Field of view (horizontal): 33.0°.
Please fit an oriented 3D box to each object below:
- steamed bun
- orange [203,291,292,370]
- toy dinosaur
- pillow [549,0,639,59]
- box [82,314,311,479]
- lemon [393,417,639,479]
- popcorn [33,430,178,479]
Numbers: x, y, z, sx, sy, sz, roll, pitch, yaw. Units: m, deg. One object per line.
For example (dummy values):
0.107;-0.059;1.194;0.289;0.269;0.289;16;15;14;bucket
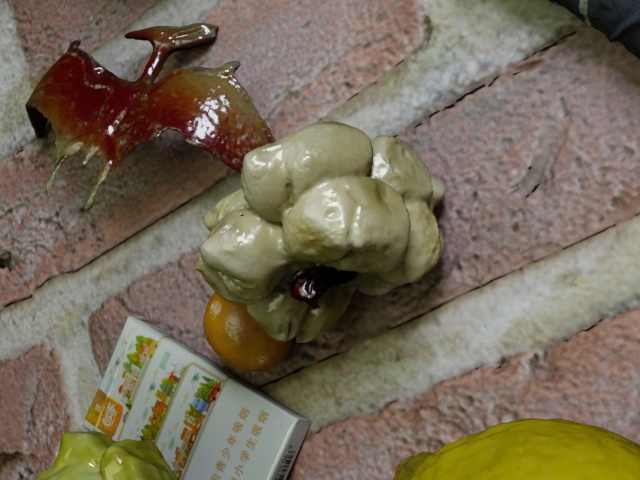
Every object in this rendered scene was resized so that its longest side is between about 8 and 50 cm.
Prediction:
0.000;0.000;0.824;0.177;0.192;0.106;-31;54;20;steamed bun
-0.064;0.073;0.932;0.070;0.083;0.083;-31;67;3;orange
-0.180;-0.106;1.033;0.327;0.113;0.206;-10;55;24;toy dinosaur
0.203;-0.220;0.754;0.335;0.093;0.161;41;113;31;pillow
-0.120;0.168;0.989;0.220;0.032;0.122;26;95;33;box
0.154;0.242;0.665;0.267;0.267;0.267;-3;85;36;lemon
-0.210;0.304;0.891;0.241;0.250;0.235;52;140;18;popcorn
